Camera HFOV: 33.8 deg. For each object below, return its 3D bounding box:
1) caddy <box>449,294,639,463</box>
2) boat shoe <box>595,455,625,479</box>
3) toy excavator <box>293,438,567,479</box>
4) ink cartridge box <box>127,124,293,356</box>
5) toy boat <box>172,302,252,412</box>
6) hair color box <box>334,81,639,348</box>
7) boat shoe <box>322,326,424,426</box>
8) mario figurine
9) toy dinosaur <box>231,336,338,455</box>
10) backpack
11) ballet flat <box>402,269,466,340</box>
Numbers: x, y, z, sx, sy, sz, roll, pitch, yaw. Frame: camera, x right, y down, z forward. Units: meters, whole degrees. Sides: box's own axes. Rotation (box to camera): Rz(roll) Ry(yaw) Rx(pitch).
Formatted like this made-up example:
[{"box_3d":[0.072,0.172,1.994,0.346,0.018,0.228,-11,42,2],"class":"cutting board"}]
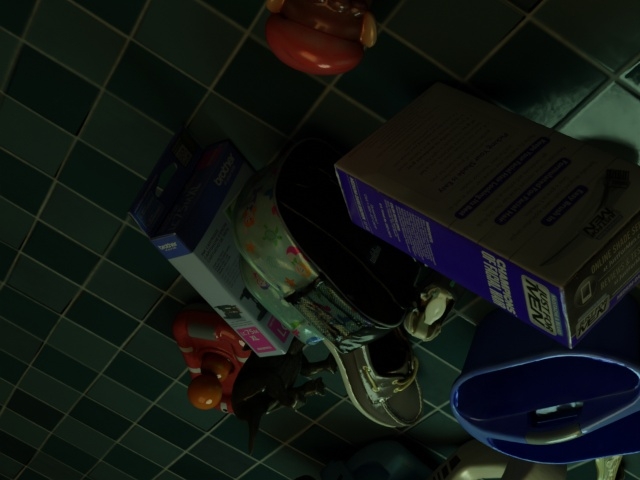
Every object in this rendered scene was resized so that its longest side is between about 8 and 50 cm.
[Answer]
[{"box_3d":[0.350,0.215,1.517,0.341,0.179,0.241,-22,125,42],"class":"caddy"},{"box_3d":[0.485,0.379,1.741,0.048,0.056,0.153,6,132,27],"class":"boat shoe"},{"box_3d":[0.177,0.455,1.872,0.222,0.445,0.433,41,179,-23],"class":"toy excavator"},{"box_3d":[-0.122,-0.002,1.492,0.065,0.186,0.311,-14,128,41],"class":"ink cartridge box"},{"box_3d":[-0.182,0.225,1.813,0.151,0.151,0.231,7,139,20],"class":"toy boat"},{"box_3d":[0.200,-0.042,1.180,0.338,0.185,0.110,31,152,42],"class":"hair color box"},{"box_3d":[0.094,0.185,1.653,0.096,0.116,0.324,6,135,43],"class":"boat shoe"},{"box_3d":[0.027,-0.324,1.132,0.198,0.170,0.321,49,137,26],"class":"mario figurine"},{"box_3d":[-0.075,0.214,1.636,0.160,0.314,0.121,-13,137,30],"class":"toy dinosaur"},{"box_3d":[0.000,0.000,1.407,0.191,0.225,0.253,-26,117,38],"class":"backpack"},{"box_3d":[0.161,0.105,1.570,0.074,0.074,0.203,25,142,-2],"class":"ballet flat"}]
